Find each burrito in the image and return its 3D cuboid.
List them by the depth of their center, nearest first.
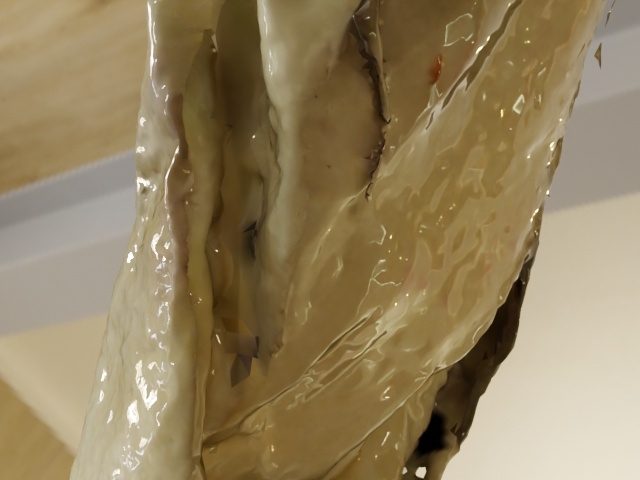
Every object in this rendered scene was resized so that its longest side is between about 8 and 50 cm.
[{"bbox_3d":[-0.003,0.000,0.583,0.135,0.190,0.332,22,-76,29],"label":"burrito"}]
